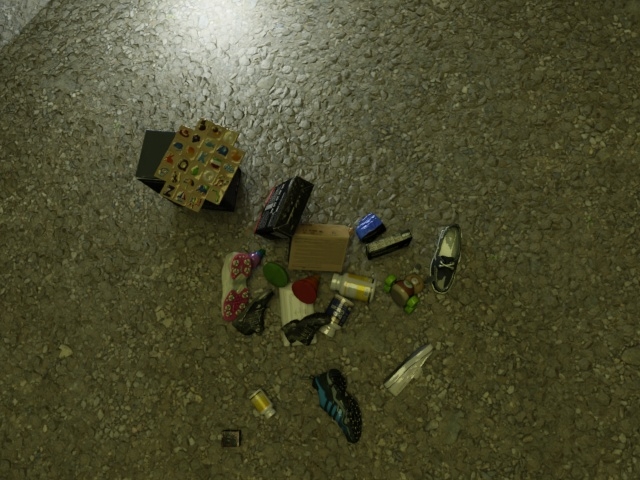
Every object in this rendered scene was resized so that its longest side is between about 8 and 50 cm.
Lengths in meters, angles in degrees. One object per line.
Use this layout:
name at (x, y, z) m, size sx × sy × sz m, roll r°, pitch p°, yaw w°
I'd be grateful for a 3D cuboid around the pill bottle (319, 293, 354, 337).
pill bottle at (0.063, 0.318, 1.839) m, size 0.094 × 0.094 × 0.169 m, roll 28°, pitch 82°, yaw 10°

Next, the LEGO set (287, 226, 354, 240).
LEGO set at (0.000, 0.000, 1.903) m, size 0.287 × 0.132 × 0.107 m, roll -1°, pitch 87°, yaw -1°

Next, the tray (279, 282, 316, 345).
tray at (-0.101, 0.314, 1.888) m, size 0.145 × 0.030 × 0.270 m, roll -7°, pitch 78°, yaw 3°

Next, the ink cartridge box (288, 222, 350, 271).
ink cartridge box at (-0.012, 0.030, 1.814) m, size 0.234 × 0.193 × 0.088 m, roll 3°, pitch 39°, yaw -11°

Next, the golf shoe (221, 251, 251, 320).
golf shoe at (-0.382, 0.195, 1.910) m, size 0.140 × 0.115 × 0.306 m, roll 19°, pitch 98°, yaw 52°

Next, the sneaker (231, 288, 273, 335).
sneaker at (-0.260, 0.320, 1.874) m, size 0.130 × 0.087 × 0.227 m, roll 42°, pitch 88°, yaw 10°

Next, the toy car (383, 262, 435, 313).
toy car at (0.385, 0.182, 1.825) m, size 0.188 × 0.149 × 0.155 m, roll -38°, pitch 67°, yaw -15°

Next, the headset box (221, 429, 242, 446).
headset box at (-0.365, 0.818, 1.805) m, size 0.083 × 0.032 × 0.062 m, roll -2°, pitch 78°, yaw 6°

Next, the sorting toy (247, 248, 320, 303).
sorting toy at (-0.145, 0.131, 1.895) m, size 0.365 × 0.127 × 0.126 m, roll 28°, pitch 46°, yaw 17°

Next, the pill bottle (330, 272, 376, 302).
pill bottle at (0.140, 0.195, 1.854) m, size 0.184 × 0.103 × 0.103 m, roll 14°, pitch 80°, yaw 8°

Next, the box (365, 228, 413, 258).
box at (0.285, 0.020, 1.836) m, size 0.190 × 0.184 × 0.045 m, roll -20°, pitch 78°, yaw 0°

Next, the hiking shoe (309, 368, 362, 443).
hiking shoe at (0.070, 0.674, 1.777) m, size 0.132 × 0.113 × 0.304 m, roll -25°, pitch 82°, yaw 30°

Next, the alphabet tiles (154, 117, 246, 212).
alphabet tiles at (-0.456, -0.289, 1.650) m, size 0.285 × 0.011 × 0.342 m, roll 24°, pitch 81°, yaw 9°

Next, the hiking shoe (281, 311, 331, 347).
hiking shoe at (-0.046, 0.371, 1.805) m, size 0.227 × 0.086 × 0.114 m, roll -20°, pitch 94°, yaw 26°

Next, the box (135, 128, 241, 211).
box at (-0.542, -0.284, 1.864) m, size 0.293 × 0.395 × 0.212 m, roll 7°, pitch 79°, yaw 6°

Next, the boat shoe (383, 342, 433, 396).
boat shoe at (0.373, 0.527, 1.779) m, size 0.258 × 0.095 × 0.084 m, roll -44°, pitch 82°, yaw 6°

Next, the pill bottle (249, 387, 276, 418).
pill bottle at (-0.237, 0.676, 1.806) m, size 0.065 × 0.065 × 0.116 m, roll -40°, pitch 77°, yaw -4°

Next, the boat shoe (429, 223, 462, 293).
boat shoe at (0.532, 0.074, 1.850) m, size 0.114 × 0.091 × 0.302 m, roll 7°, pitch 79°, yaw 7°

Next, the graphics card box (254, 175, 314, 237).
graphics card box at (-0.161, -0.125, 1.818) m, size 0.094 × 0.371 × 0.233 m, roll 25°, pitch 80°, yaw -16°

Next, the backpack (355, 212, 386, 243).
backpack at (0.212, -0.050, 1.905) m, size 0.120 × 0.098 × 0.101 m, roll -40°, pitch 57°, yaw 5°
